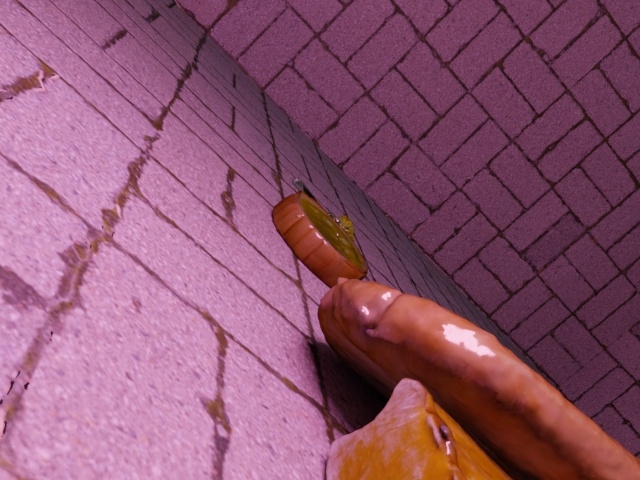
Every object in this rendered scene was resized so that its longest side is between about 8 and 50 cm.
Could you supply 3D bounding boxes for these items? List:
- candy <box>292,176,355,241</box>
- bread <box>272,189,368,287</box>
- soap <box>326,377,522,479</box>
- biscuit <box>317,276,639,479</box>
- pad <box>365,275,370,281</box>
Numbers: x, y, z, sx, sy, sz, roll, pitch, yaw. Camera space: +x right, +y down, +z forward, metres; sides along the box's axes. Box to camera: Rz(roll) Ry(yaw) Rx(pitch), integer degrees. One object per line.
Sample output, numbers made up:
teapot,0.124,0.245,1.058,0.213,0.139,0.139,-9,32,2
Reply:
candy,0.008,-0.060,1.458,0.262,0.073,0.077,49,9,-49
bread,0.000,0.000,1.322,0.236,0.070,0.236,44,12,-12
soap,0.168,0.321,0.585,0.335,0.156,0.293,45,13,-15
biscuit,0.180,0.202,0.837,0.446,0.104,0.429,42,-14,-4
pad,0.036,-0.001,1.647,0.158,0.003,0.235,39,13,-38
